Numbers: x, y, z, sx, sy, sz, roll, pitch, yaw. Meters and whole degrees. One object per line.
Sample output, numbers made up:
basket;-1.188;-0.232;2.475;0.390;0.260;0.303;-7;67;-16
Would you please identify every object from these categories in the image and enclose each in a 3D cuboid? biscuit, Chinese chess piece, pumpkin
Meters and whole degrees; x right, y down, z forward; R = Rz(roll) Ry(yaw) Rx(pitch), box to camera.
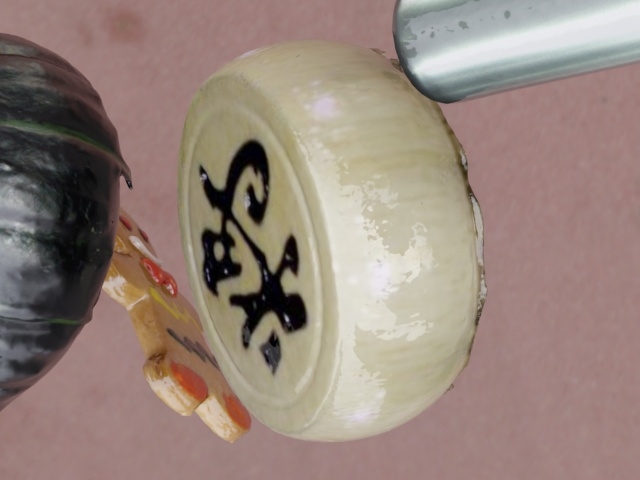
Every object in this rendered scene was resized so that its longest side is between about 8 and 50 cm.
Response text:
biscuit;-0.141;0.059;1.591;0.036;0.250;0.165;-35;146;10
Chinese chess piece;0.000;0.000;1.142;0.104;0.257;0.257;-12;134;-27
pumpkin;-0.290;-0.018;1.288;0.295;0.296;0.296;9;128;12

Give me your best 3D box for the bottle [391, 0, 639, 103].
bottle;0.152;-0.130;0.940;0.253;0.096;0.080;-10;90;36
